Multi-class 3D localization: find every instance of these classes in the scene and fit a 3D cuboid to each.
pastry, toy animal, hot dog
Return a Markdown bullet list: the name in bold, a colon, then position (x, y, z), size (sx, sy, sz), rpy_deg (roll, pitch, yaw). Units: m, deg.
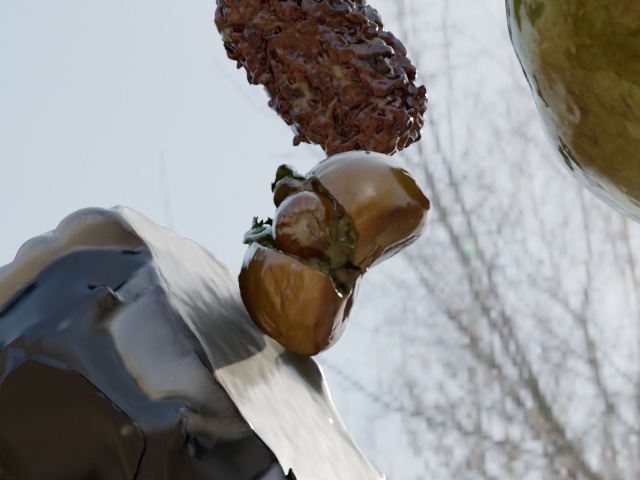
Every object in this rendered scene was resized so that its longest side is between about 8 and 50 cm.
- **pastry**: position (0.003, -0.145, 1.529), size (0.115, 0.208, 0.097), rpy_deg (-48, -16, 23)
- **toy animal**: position (-0.079, 0.105, 0.887), size (0.156, 0.208, 0.204), rpy_deg (-39, -29, 11)
- **hot dog**: position (0.000, 0.000, 0.868), size (0.068, 0.100, 0.249), rpy_deg (39, -1, 0)

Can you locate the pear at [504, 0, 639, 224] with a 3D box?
- **pear**: position (0.245, -0.148, 0.974), size (0.304, 0.304, 0.304), rpy_deg (-2, -35, -1)
